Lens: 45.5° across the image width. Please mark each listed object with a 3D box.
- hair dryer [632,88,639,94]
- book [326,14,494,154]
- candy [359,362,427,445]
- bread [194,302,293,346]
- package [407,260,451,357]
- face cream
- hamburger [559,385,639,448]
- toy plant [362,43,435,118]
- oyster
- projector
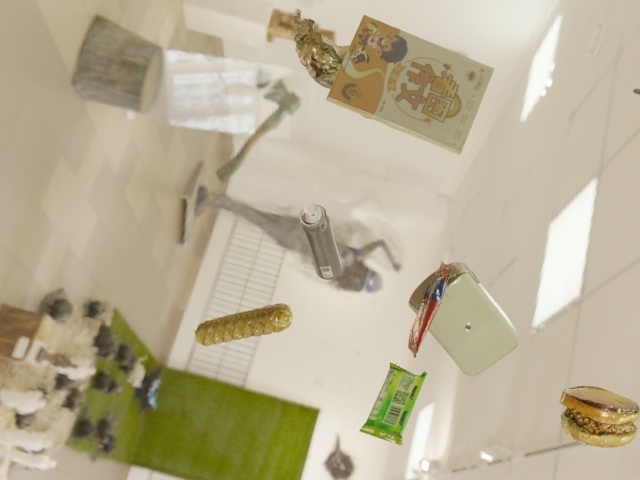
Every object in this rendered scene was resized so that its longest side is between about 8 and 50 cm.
[{"bbox_3d":[0.696,-0.293,1.484,0.044,0.183,0.154,-24,136,-40],"label":"hair dryer"},{"bbox_3d":[0.185,-0.320,1.561,0.020,0.296,0.207,105,8,-76],"label":"book"},{"bbox_3d":[0.164,0.359,1.690,0.178,0.102,0.032,-62,142,-28],"label":"candy"},{"bbox_3d":[-0.212,0.231,2.073,0.084,0.368,0.077,-12,86,-48],"label":"bread"},{"bbox_3d":[0.221,0.139,1.561,0.083,0.022,0.200,-130,-120,-81],"label":"package"},{"bbox_3d":[0.000,0.000,1.931,0.283,0.073,0.073,74,28,-55],"label":"face cream"},{"bbox_3d":[0.656,0.417,1.814,0.191,0.182,0.117,-131,-129,-76],"label":"hamburger"},{"bbox_3d":[0.222,-0.466,2.270,0.332,0.247,0.247,27,-76,63],"label":"toy plant"},{"bbox_3d":[0.066,-0.405,1.778,0.198,0.337,0.133,-25,150,-56],"label":"oyster"},{"bbox_3d":[0.324,0.168,1.750,0.163,0.242,0.177,-40,-177,9],"label":"projector"}]
